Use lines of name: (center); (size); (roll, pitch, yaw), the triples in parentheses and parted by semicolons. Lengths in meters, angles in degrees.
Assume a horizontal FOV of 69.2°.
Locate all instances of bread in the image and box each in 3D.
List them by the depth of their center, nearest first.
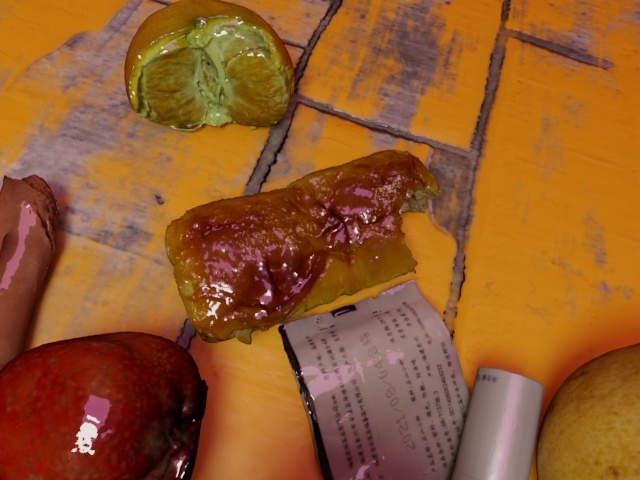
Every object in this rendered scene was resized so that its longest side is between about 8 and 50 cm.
bread: (0.000, 0.000, 0.611); (0.381, 0.109, 0.185); (-20, 68, -19)

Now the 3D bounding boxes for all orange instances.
orange: (-0.159, -0.254, 0.671); (0.237, 0.179, 0.158); (-8, 68, -10)

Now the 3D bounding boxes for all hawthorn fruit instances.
hawthorn fruit: (-0.235, 0.176, 0.458); (0.252, 0.189, 0.189); (7, 63, 4)

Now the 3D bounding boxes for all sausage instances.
sausage: (-0.369, 0.058, 0.549); (0.078, 0.078, 0.304); (2, 66, -7)

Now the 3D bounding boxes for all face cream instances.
face cream: (0.181, 0.270, 0.502); (0.077, 0.077, 0.250); (20, 72, 2)

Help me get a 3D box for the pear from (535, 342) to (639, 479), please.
pear: (0.370, 0.246, 0.440); (0.315, 0.314, 0.314); (3, 64, -7)

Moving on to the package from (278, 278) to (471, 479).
package: (0.078, 0.187, 0.557); (0.204, 0.062, 0.250); (-16, 71, -15)
